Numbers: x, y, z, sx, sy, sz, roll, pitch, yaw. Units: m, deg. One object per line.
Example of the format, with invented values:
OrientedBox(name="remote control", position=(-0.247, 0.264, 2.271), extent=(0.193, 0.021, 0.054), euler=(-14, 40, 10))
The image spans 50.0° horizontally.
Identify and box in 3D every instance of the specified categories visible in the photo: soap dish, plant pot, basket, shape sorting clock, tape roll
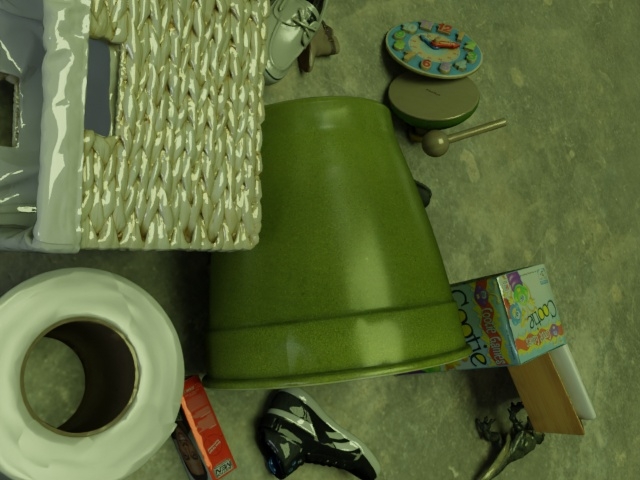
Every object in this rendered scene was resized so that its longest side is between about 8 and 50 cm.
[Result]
OrientedBox(name="soap dish", position=(0.429, 0.234, 1.336), extent=(0.228, 0.118, 0.291), euler=(67, 16, 3))
OrientedBox(name="plant pot", position=(0.000, 0.000, 0.952), extent=(0.367, 0.367, 0.352), euler=(-4, 84, -40))
OrientedBox(name="basket", position=(-0.252, -0.150, 0.799), extent=(0.267, 0.331, 0.328), euler=(2, 91, -41))
OrientedBox(name="shape sorting clock", position=(0.238, -0.403, 1.431), extent=(0.206, 0.040, 0.206), euler=(6, 44, -6))
OrientedBox(name="tape roll", position=(-0.307, 0.165, 0.804), extent=(0.246, 0.169, 0.246), euler=(12, 70, -37))

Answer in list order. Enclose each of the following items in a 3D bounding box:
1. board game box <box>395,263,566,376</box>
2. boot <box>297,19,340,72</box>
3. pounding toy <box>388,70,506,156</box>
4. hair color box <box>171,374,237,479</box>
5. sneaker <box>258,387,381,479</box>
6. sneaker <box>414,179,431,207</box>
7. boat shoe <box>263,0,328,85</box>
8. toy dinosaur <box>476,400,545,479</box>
OrientedBox(name="board game box", position=(0.254, 0.143, 1.196), extent=(0.144, 0.275, 0.141), euler=(-10, 84, -41))
OrientedBox(name="boot", position=(-0.001, -0.363, 1.289), extent=(0.087, 0.042, 0.118), euler=(3, 74, -39))
OrientedBox(name="pounding toy", position=(0.239, -0.244, 1.398), extent=(0.183, 0.110, 0.236), euler=(-18, 49, -12))
OrientedBox(name="hair color box", position=(-0.175, 0.260, 0.948), extent=(0.043, 0.072, 0.141), euler=(-25, 93, -40))
OrientedBox(name="sneaker", position=(-0.012, 0.335, 1.062), extent=(0.217, 0.079, 0.121), euler=(44, 57, -11))
OrientedBox(name="sneaker", position=(0.046, -0.048, 1.192), extent=(0.331, 0.122, 0.146), euler=(3, 82, -26))
OrientedBox(name="boat shoe", position=(-0.042, -0.378, 1.187), extent=(0.096, 0.088, 0.267), euler=(50, 47, -33))
OrientedBox(name="toy dinosaur", position=(0.371, 0.394, 1.363), extent=(0.268, 0.064, 0.118), euler=(-21, 98, -38))
